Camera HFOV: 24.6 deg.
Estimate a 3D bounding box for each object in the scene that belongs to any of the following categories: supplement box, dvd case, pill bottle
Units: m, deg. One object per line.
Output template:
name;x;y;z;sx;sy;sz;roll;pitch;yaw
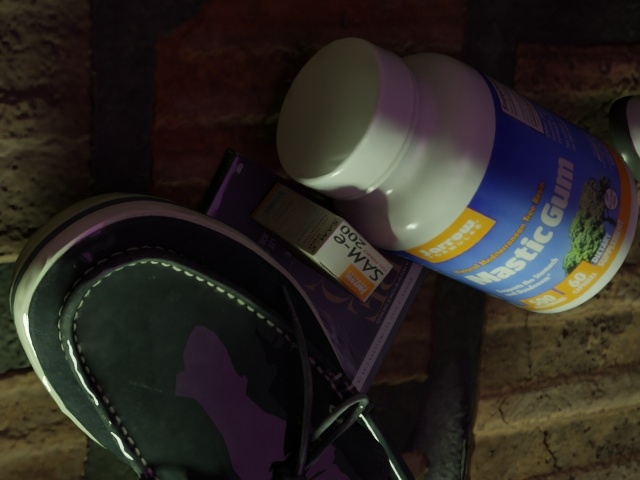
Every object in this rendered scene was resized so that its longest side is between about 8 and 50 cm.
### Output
supplement box;0.000;0.000;1.065;0.036;0.098;0.062;-51;126;-5
dvd case;-0.024;0.049;1.139;0.221;0.018;0.164;29;87;-38
pill bottle;0.103;-0.051;1.112;0.272;0.152;0.152;22;92;-38

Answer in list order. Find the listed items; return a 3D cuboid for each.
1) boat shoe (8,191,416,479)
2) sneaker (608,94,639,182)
boat shoe;-0.035;0.157;1.066;0.187;0.156;0.500;-39;125;-6
sneaker;0.382;-0.088;1.289;0.270;0.145;0.090;18;62;-41
